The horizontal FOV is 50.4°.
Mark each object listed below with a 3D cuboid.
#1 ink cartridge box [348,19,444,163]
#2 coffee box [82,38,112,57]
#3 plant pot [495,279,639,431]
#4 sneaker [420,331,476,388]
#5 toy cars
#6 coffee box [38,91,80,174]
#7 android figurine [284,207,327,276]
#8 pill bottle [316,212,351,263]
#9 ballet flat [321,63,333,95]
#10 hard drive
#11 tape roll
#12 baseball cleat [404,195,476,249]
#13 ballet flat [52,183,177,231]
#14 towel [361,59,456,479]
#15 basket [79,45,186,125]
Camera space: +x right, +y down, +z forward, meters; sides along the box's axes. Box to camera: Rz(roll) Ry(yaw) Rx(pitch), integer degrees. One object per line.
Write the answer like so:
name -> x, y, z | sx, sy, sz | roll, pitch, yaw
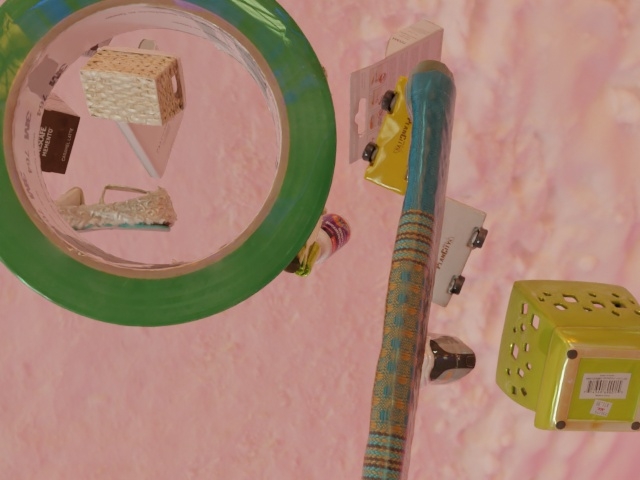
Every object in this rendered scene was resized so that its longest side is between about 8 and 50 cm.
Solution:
ink cartridge box -> 0.199, -0.437, 2.004 | 0.385, 0.091, 0.308 | -32, 141, -28
coffee box -> -0.548, -0.587, 1.639 | 0.119, 0.297, 0.168 | 5, 73, -32
plant pot -> 0.465, 0.213, 1.215 | 0.228, 0.207, 0.227 | 3, 109, -5
sneaker -> 0.186, 0.196, 1.106 | 0.108, 0.271, 0.100 | 1, 84, 2
toy cars -> 0.183, -0.083, 1.158 | 0.176, 0.087, 0.394 | -17, 100, 26
coffee box -> -0.643, -0.258, 1.555 | 0.098, 0.246, 0.141 | 9, 106, -37
android figurine -> -0.025, -0.058, 1.331 | 0.056, 0.273, 0.248 | 10, 120, 9
pill bottle -> 0.000, 0.000, 1.891 | 0.193, 0.108, 0.108 | -37, 132, -55
ballet flat -> -0.012, -0.257, 1.134 | 0.074, 0.203, 0.074 | 0, 122, 0
hard drive -> -0.392, -0.295, 1.587 | 0.040, 0.307, 0.203 | 13, 73, 5
tape roll -> -0.147, -0.087, 0.607 | 0.321, 0.077, 0.321 | 0, 91, -7
baseball cleat -> 0.263, -0.051, 1.515 | 0.072, 0.206, 0.109 | -52, 150, -7
ballet flat -> -0.584, -0.078, 1.776 | 0.408, 0.147, 0.147 | -4, 113, -12
towel -> 0.070, 0.076, 0.570 | 0.271, 0.040, 0.370 | 70, 29, -66
basket -> -0.350, -0.285, 1.269 | 0.167, 0.103, 0.113 | 10, 131, 12
